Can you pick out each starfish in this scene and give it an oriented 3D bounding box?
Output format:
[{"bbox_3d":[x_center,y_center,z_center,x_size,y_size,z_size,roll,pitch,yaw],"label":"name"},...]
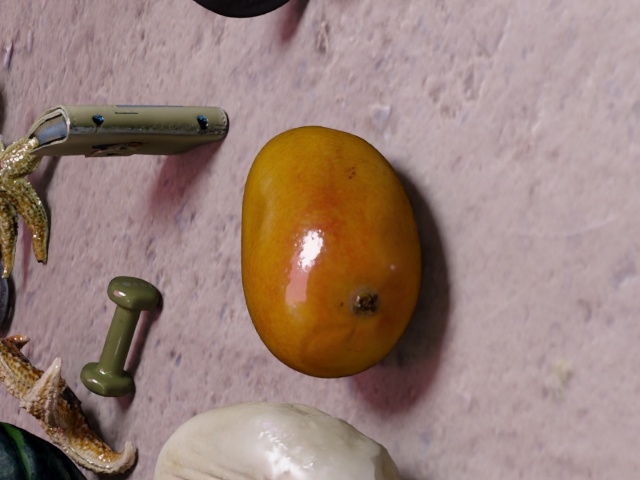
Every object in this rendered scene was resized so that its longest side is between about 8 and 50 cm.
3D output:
[{"bbox_3d":[-0.268,0.156,1.581,0.238,0.216,0.071,36,79,23],"label":"starfish"},{"bbox_3d":[-0.360,-0.070,1.781,0.217,0.050,0.223,-14,86,33],"label":"starfish"}]

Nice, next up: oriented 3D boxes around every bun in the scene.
[{"bbox_3d":[-0.013,0.211,1.137,0.231,0.133,0.231,17,116,39],"label":"bun"}]

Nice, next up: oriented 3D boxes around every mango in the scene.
[{"bbox_3d":[0.003,-0.002,1.169,0.151,0.120,0.221,-54,34,40],"label":"mango"}]

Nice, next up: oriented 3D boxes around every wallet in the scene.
[{"bbox_3d":[-0.177,-0.101,1.447,0.110,0.155,0.039,-13,80,58],"label":"wallet"}]

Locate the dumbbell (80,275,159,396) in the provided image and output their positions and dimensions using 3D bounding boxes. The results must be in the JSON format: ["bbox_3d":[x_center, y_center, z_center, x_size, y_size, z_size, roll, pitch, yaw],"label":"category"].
[{"bbox_3d":[-0.192,0.092,1.530,0.046,0.052,0.118,43,120,49],"label":"dumbbell"}]

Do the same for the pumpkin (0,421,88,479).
[{"bbox_3d":[-0.360,0.286,1.518,0.315,0.315,0.238,-47,42,44],"label":"pumpkin"}]

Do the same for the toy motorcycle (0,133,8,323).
[{"bbox_3d":[-0.449,-0.041,1.924,0.223,0.108,0.341,-21,73,49],"label":"toy motorcycle"}]

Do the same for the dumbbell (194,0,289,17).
[{"bbox_3d":[-0.096,-0.279,1.363,0.325,0.143,0.143,39,117,54],"label":"dumbbell"}]
